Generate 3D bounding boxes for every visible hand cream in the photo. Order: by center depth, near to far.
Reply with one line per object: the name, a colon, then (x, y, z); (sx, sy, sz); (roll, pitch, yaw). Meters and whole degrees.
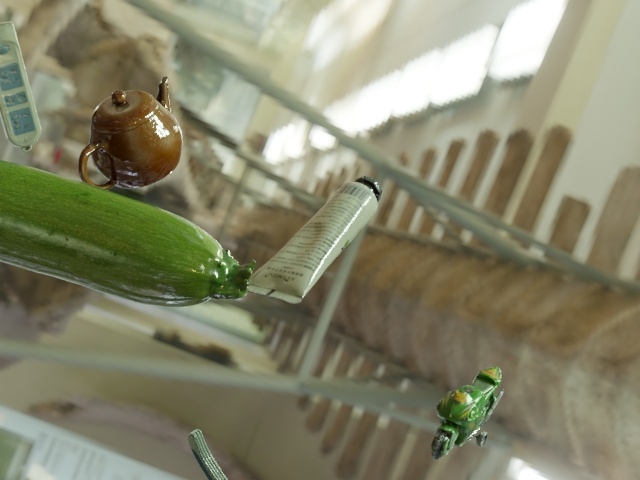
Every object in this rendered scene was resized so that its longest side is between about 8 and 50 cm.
hand cream: (0.000, 0.000, 1.659); (0.234, 0.080, 0.050); (-46, 137, -43)

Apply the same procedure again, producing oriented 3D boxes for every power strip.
power strip: (-0.391, -0.203, 1.849); (0.030, 0.048, 0.191); (-159, -126, -71)

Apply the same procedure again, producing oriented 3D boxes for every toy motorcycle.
toy motorcycle: (0.219, 0.261, 2.247); (0.190, 0.074, 0.106); (-29, 135, -54)

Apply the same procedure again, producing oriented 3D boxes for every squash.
squash: (-0.258, -0.010, 1.520); (0.107, 0.395, 0.107); (15, 90, -83)

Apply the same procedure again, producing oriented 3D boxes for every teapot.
teapot: (-0.223, -0.124, 1.713); (0.173, 0.116, 0.116); (-48, 174, -35)

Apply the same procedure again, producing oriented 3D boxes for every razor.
razor: (-0.113, 0.327, 1.907); (0.037, 0.191, 0.068); (-42, 175, 33)
